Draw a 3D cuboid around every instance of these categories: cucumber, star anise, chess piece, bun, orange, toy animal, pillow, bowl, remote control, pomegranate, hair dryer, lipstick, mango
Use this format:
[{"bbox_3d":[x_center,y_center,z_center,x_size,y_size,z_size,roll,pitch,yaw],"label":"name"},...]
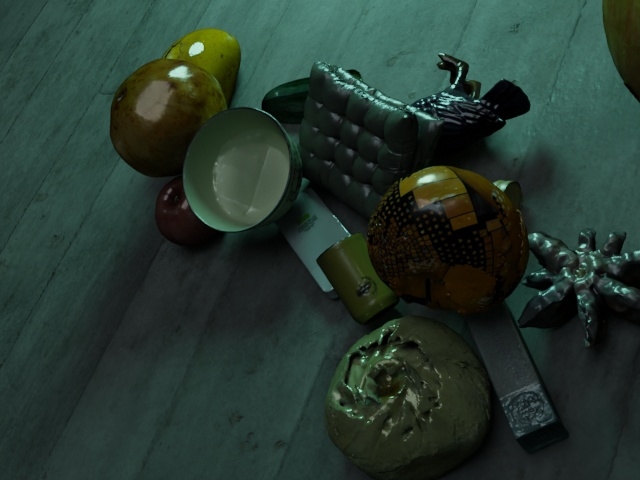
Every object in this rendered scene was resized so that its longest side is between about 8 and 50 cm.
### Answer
[{"bbox_3d":[-0.027,-0.301,1.807,0.244,0.063,0.115,-7,55,30],"label":"cucumber"},{"bbox_3d":[0.384,0.060,1.264,0.229,0.093,0.236,-39,48,1],"label":"star anise"},{"bbox_3d":[0.270,-0.073,1.457,0.122,0.066,0.066,11,65,44],"label":"chess piece"},{"bbox_3d":[0.117,0.224,1.278,0.259,0.152,0.259,-16,54,23],"label":"bun"},{"bbox_3d":[0.184,-0.002,1.247,0.234,0.234,0.182,3,50,34],"label":"orange"},{"bbox_3d":[0.229,-0.230,1.552,0.298,0.122,0.185,14,62,46],"label":"toy animal"},{"bbox_3d":[0.074,-0.171,1.556,0.326,0.101,0.228,41,126,46],"label":"pillow"},{"bbox_3d":[-0.133,-0.125,1.642,0.237,0.126,0.238,-3,83,24],"label":"bowl"},{"bbox_3d":[0.000,0.000,1.589,0.103,0.034,0.250,-40,45,1],"label":"remote control"},{"bbox_3d":[-0.301,-0.242,1.729,0.248,0.248,0.248,-17,51,22],"label":"pomegranate"},{"bbox_3d":[0.142,0.013,1.424,0.278,0.090,0.135,-34,76,7],"label":"hair dryer"},{"bbox_3d":[0.269,0.155,1.285,0.066,0.068,0.317,-28,48,13],"label":"lipstick"},{"bbox_3d":[-0.271,-0.359,1.922,0.160,0.191,0.290,11,60,29],"label":"mango"}]

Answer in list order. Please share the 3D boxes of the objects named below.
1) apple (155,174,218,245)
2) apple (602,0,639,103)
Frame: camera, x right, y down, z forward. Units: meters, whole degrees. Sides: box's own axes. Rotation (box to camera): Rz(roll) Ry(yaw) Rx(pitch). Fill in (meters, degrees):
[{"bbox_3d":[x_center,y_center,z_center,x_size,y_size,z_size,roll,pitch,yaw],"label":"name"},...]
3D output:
[{"bbox_3d":[-0.262,-0.064,1.743,0.153,0.120,0.153,-16,53,22],"label":"apple"},{"bbox_3d":[0.603,-0.358,1.254,0.391,0.346,0.391,-16,47,18],"label":"apple"}]
